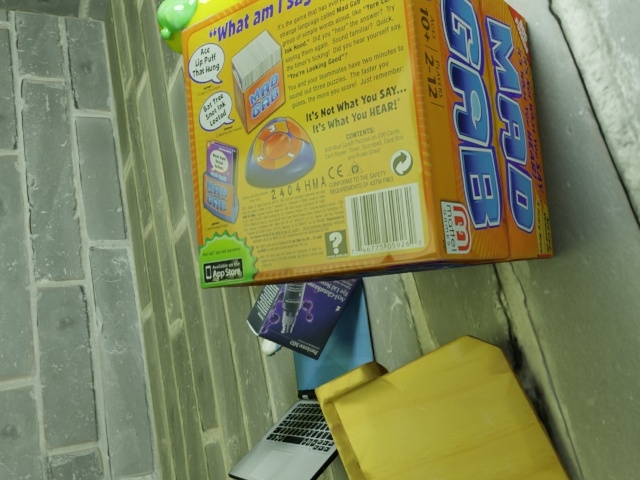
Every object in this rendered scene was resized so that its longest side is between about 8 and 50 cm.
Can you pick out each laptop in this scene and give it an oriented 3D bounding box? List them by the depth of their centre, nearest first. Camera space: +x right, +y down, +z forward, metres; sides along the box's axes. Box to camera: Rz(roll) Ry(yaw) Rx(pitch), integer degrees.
[{"bbox_3d":[-0.062,0.316,1.392,0.236,0.408,0.382,52,150,-7],"label":"laptop"}]

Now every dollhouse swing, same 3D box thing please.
[{"bbox_3d":[0.205,0.351,1.030,0.347,0.305,0.315,65,-175,19],"label":"dollhouse swing"}]

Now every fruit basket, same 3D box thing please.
[{"bbox_3d":[-0.208,-0.516,1.381,0.392,0.392,0.283,-38,60,56],"label":"fruit basket"}]

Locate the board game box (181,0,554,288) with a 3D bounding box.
[{"bbox_3d":[0.070,-0.131,0.857,0.356,0.356,0.356,-9,84,38],"label":"board game box"}]

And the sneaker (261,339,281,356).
[{"bbox_3d":[-0.091,0.165,1.497,0.237,0.086,0.085,-64,22,4],"label":"sneaker"}]

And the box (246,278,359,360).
[{"bbox_3d":[-0.038,0.124,1.318,0.207,0.153,0.108,-64,22,2],"label":"box"}]
